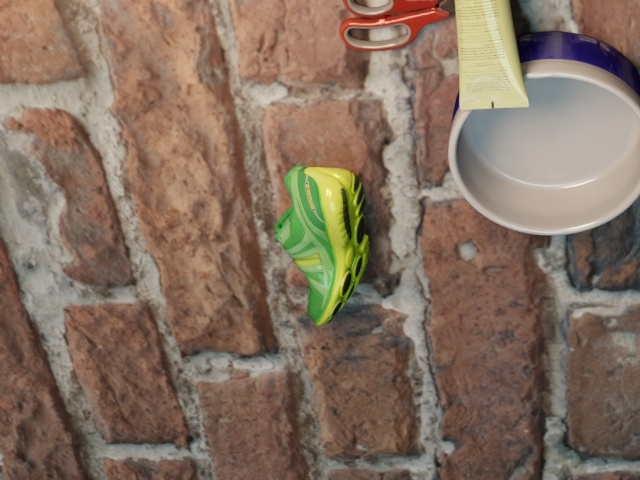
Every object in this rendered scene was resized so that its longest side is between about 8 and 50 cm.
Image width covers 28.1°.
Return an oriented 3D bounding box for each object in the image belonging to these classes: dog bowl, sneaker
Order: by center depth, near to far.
[{"bbox_3d":[0.303,-0.139,1.684,0.265,0.104,0.265,5,131,6],"label":"dog bowl"},{"bbox_3d":[0.000,0.000,1.877,0.124,0.109,0.295,22,137,22],"label":"sneaker"}]

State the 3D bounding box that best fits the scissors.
[{"bbox_3d":[0.167,-0.297,1.632,0.297,0.021,0.109,-2,130,11],"label":"scissors"}]

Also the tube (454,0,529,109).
[{"bbox_3d":[0.197,-0.278,1.557,0.062,0.070,0.240,-13,104,-16],"label":"tube"}]
